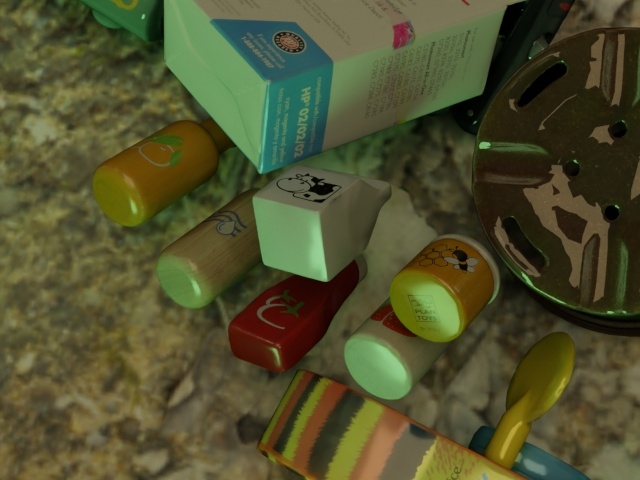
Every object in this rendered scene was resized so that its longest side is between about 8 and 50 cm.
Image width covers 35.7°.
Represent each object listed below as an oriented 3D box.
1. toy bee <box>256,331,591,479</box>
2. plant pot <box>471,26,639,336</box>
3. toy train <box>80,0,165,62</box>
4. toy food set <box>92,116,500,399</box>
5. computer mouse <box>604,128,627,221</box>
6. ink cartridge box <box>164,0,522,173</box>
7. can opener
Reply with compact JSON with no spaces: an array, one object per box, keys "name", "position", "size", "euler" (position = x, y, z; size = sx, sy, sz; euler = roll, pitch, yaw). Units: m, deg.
[{"name":"toy bee","position":[0.110,0.141,0.498],"size":[0.298,0.162,0.195],"euler":[7,76,2]},{"name":"plant pot","position":[0.152,-0.027,0.499],"size":[0.167,0.165,0.167],"euler":[0,90,19]},{"name":"toy train","position":[-0.140,-0.238,0.584],"size":[0.334,0.142,0.190],"euler":[31,114,2]},{"name":"toy food set","position":[0.000,0.000,0.535],"size":[0.232,0.111,0.104],"euler":[14,37,33]},{"name":"computer mouse","position":[0.269,0.021,0.572],"size":[0.184,0.060,0.262],"euler":[-19,78,-4]},{"name":"ink cartridge box","position":[0.021,-0.113,0.527],"size":[0.181,0.061,0.104],"euler":[-22,53,-26]},{"name":"can opener","position":[0.122,-0.143,0.573],"size":[0.059,0.073,0.186],"euler":[44,116,23]}]
